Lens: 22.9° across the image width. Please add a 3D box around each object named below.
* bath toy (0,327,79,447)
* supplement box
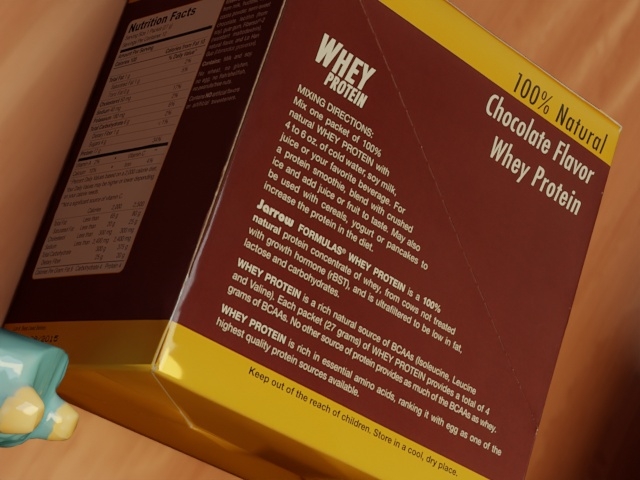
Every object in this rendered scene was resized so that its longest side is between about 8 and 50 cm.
[{"bbox_3d":[-0.199,0.177,0.510,0.129,0.151,0.348,20,74,4],"label":"bath toy"},{"bbox_3d":[0.000,0.000,0.674,0.191,0.129,0.194,30,70,-33],"label":"supplement box"}]
